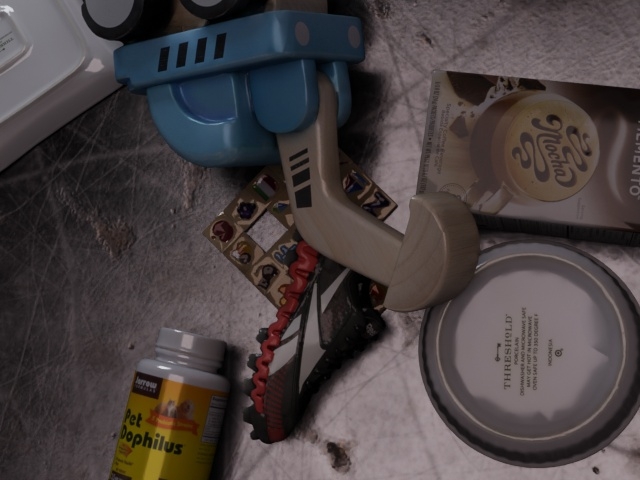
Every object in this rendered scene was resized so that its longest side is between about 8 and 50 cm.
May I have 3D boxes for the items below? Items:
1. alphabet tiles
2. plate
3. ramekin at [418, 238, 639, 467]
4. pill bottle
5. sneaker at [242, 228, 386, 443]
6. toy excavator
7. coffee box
[{"bbox_3d":[0.000,0.000,1.548,0.198,0.009,0.237,-46,76,1],"label":"alphabet tiles"},{"bbox_3d":[-0.423,-0.258,1.656,0.277,0.045,0.278,-34,76,5],"label":"plate"},{"bbox_3d":[0.241,0.124,1.418,0.272,0.127,0.273,-2,81,11],"label":"ramekin"},{"bbox_3d":[-0.177,0.217,1.492,0.117,0.117,0.215,11,83,13],"label":"pill bottle"},{"bbox_3d":[0.000,0.117,1.473,0.135,0.097,0.276,18,84,16],"label":"sneaker"},{"bbox_3d":[-0.037,-0.136,1.440,0.432,0.222,0.445,-5,94,34],"label":"toy excavator"},{"bbox_3d":[0.272,-0.093,1.450,0.297,0.119,0.168,7,83,12],"label":"coffee box"}]
